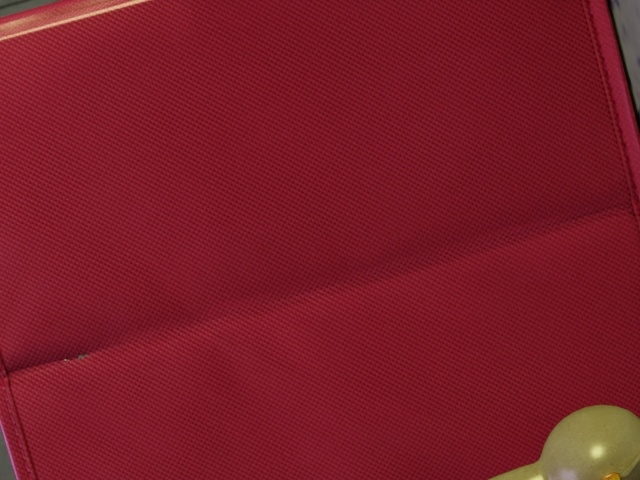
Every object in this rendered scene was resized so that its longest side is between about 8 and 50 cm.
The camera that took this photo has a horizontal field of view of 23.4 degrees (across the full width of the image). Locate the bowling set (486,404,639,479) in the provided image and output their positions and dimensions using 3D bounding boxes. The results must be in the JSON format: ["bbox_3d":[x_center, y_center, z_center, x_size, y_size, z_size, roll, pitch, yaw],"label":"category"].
[{"bbox_3d":[0.109,0.160,0.425,0.200,0.154,0.287,55,-176,-7],"label":"bowling set"}]

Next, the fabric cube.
[{"bbox_3d":[0.000,0.000,0.681,0.254,0.258,0.259,-79,-26,-82],"label":"fabric cube"}]
